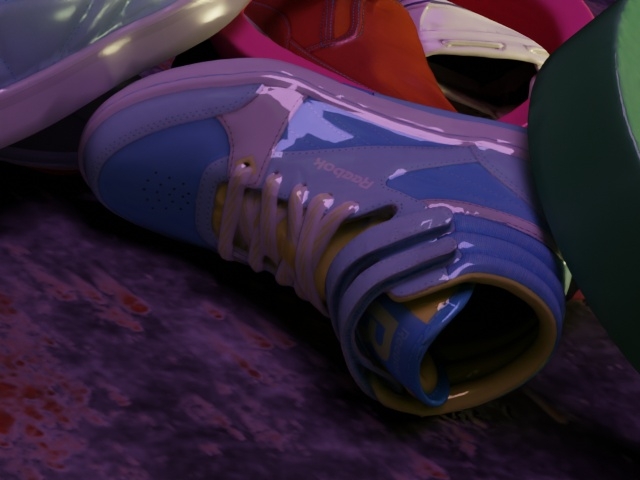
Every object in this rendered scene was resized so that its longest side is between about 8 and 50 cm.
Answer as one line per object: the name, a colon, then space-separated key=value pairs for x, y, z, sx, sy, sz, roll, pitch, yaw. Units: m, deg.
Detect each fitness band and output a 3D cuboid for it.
fitness band: x=0.052 y=-0.140 z=1.210 sx=0.291 sy=0.054 sz=0.209 roll=30 pitch=53 yaw=33

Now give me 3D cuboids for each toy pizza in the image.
toy pizza: x=-0.203 y=-0.092 z=1.189 sx=0.201 sy=0.032 sz=0.201 roll=13 pitch=28 yaw=-7

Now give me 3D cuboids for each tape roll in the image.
tape roll: x=0.269 y=-0.013 z=1.091 sx=0.321 sy=0.077 sz=0.321 roll=27 pitch=44 yaw=-29

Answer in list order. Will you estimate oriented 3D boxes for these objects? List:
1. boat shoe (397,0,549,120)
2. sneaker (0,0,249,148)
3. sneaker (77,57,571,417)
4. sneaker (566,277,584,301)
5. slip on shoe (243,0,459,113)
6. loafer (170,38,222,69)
boat shoe: x=0.160 y=-0.129 z=1.442 sx=0.258 sy=0.095 sz=0.084 roll=13 pitch=51 yaw=-27
sneaker: x=-0.151 y=-0.186 z=1.120 sx=0.135 sy=0.150 sz=0.366 roll=7 pitch=33 yaw=29
sneaker: x=0.000 y=0.000 z=1.030 sx=0.319 sy=0.127 sz=0.208 roll=7 pitch=34 yaw=3
sneaker: x=0.231 y=-0.036 z=1.252 sx=0.136 sy=0.116 sz=0.314 roll=22 pitch=25 yaw=7
slip on shoe: x=0.032 y=-0.133 z=1.311 sx=0.123 sy=0.101 sz=0.331 roll=31 pitch=9 yaw=-44
loafer: x=-0.047 y=-0.089 z=1.267 sx=0.061 sy=0.062 sz=0.170 roll=23 pitch=17 yaw=-49
